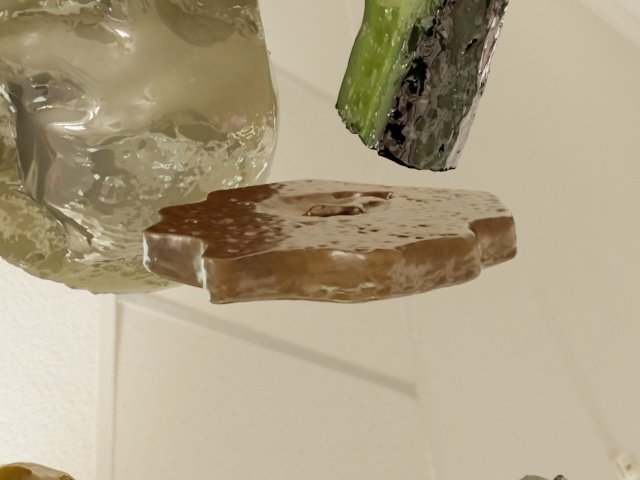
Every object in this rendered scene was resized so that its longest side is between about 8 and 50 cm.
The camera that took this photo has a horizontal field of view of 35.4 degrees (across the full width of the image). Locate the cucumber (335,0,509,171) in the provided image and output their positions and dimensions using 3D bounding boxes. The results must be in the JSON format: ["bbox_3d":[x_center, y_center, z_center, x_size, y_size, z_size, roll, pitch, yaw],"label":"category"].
[{"bbox_3d":[0.071,-0.140,0.471,0.062,0.211,0.078,8,-155,-26],"label":"cucumber"}]

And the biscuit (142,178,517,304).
[{"bbox_3d":[0.000,0.003,0.511,0.215,0.182,0.034,-24,-64,-62],"label":"biscuit"}]

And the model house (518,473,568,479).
[{"bbox_3d":[0.199,0.232,0.837,0.066,0.083,0.078,30,-95,-33],"label":"model house"}]

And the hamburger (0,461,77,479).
[{"bbox_3d":[-0.206,0.213,0.620,0.162,0.115,0.162,22,-115,-60],"label":"hamburger"}]

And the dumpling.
[{"bbox_3d":[-0.138,-0.068,0.674,0.227,0.175,0.243,-4,-82,-28],"label":"dumpling"}]
